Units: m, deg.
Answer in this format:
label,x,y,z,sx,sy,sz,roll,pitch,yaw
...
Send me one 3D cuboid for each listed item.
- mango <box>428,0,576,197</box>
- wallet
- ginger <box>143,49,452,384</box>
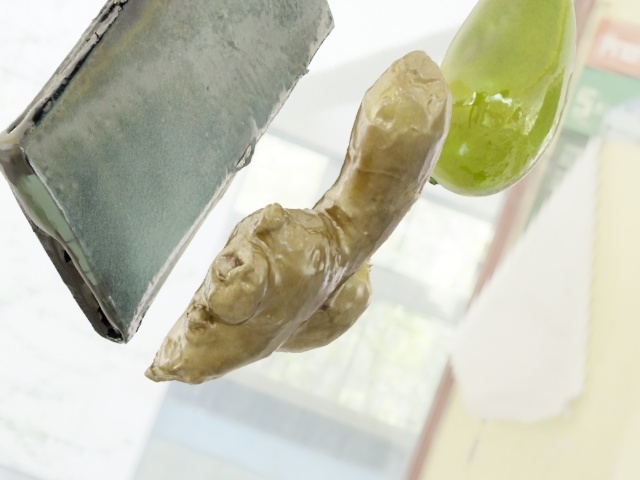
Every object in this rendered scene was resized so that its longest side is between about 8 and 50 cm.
label,x,y,z,sx,sy,sz,roll,pitch,yaw
mango,0.197,-0.166,1.898,0.149,0.273,0.185,22,-30,6
wallet,-0.101,-0.116,1.273,0.046,0.379,0.191,-2,-48,33
ginger,-0.002,-0.005,0.926,0.133,0.214,0.059,-4,43,-48
